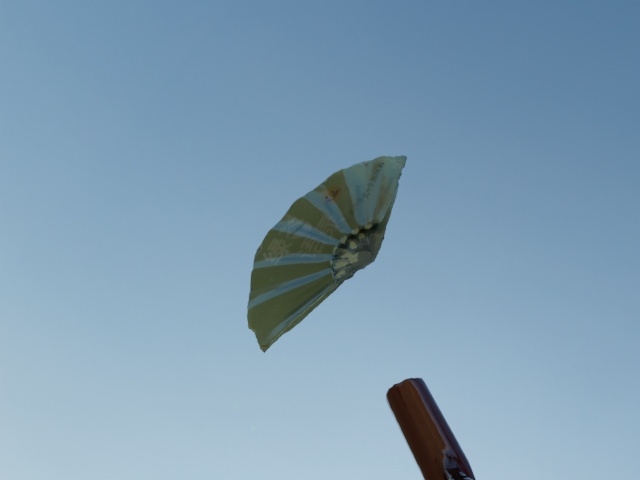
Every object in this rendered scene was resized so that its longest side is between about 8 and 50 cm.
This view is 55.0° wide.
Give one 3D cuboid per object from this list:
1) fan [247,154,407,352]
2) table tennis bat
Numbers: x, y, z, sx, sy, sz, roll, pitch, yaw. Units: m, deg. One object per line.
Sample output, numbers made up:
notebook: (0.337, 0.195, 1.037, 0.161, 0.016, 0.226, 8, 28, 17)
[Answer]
fan: (0.000, 0.000, 0.592, 0.131, 0.240, 0.009, 20, -24, 41)
table tennis bat: (0.127, 0.237, 0.430, 0.200, 0.038, 0.310, 79, -13, -53)
